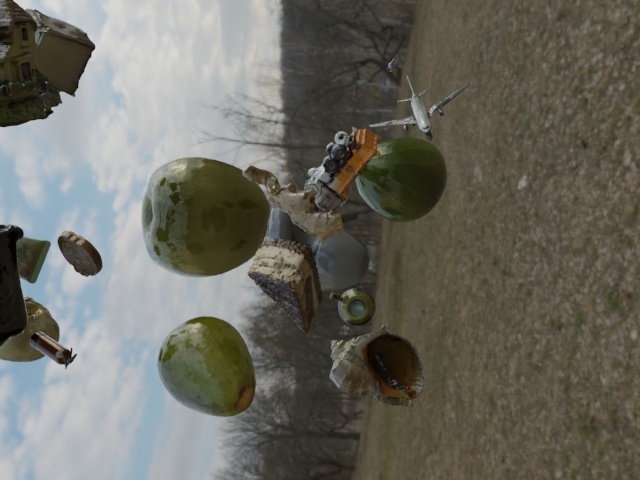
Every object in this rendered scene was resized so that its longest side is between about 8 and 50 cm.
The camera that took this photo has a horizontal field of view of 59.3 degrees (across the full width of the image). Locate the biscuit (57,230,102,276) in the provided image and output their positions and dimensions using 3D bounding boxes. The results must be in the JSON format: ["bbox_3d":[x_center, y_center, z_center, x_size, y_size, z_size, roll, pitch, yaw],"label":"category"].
[{"bbox_3d":[-0.746,0.043,1.765,0.050,0.170,0.170,-47,-29,-41],"label":"biscuit"}]

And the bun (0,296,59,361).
[{"bbox_3d":[-1.073,0.303,2.013,0.146,0.287,0.287,-60,11,25],"label":"bun"}]

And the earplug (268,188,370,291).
[{"bbox_3d":[-0.007,0.005,1.521,0.175,0.325,0.214,-32,21,47],"label":"earplug"}]

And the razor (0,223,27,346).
[{"bbox_3d":[-0.896,0.128,1.523,0.204,0.113,0.349,-46,-35,-66],"label":"razor"}]

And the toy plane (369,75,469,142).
[{"bbox_3d":[0.207,-0.268,1.165,0.226,0.225,0.058,-94,-22,-48],"label":"toy plane"}]

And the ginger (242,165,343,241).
[{"bbox_3d":[-0.062,-0.089,1.202,0.075,0.288,0.089,1,-59,-51],"label":"ginger"}]

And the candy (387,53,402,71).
[{"bbox_3d":[0.240,-0.571,1.816,0.020,0.030,0.083,-17,35,57],"label":"candy"}]

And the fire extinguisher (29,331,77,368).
[{"bbox_3d":[-0.754,0.310,1.596,0.050,0.177,0.062,19,-90,-61],"label":"fire extinguisher"}]

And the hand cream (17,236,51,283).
[{"bbox_3d":[-1.028,0.022,1.763,0.093,0.305,0.147,-18,54,60],"label":"hand cream"}]

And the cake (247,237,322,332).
[{"bbox_3d":[-0.079,0.100,1.290,0.246,0.135,0.112,81,-149,-57],"label":"cake"}]

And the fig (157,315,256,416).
[{"bbox_3d":[-0.313,0.368,1.602,0.326,0.258,0.258,34,133,42],"label":"fig"}]

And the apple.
[{"bbox_3d":[-0.420,-0.081,2.027,0.473,0.473,0.474,3,-90,-89],"label":"apple"}]

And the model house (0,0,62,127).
[{"bbox_3d":[-0.754,-0.418,1.266,0.321,0.261,0.267,-94,6,-66],"label":"model house"}]

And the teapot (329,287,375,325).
[{"bbox_3d":[0.110,0.222,1.963,0.119,0.165,0.130,39,-105,-87],"label":"teapot"}]

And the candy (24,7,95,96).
[{"bbox_3d":[-0.751,-0.517,1.561,0.185,0.137,0.195,-54,-24,20],"label":"candy"}]

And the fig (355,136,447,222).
[{"bbox_3d":[0.257,-0.213,1.893,0.316,0.315,0.317,3,-90,-89],"label":"fig"}]

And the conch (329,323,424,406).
[{"bbox_3d":[0.201,0.431,1.998,0.297,0.352,0.210,-54,16,15],"label":"conch"}]

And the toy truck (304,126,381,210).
[{"bbox_3d":[0.060,-0.208,1.646,0.270,0.135,0.114,-49,18,36],"label":"toy truck"}]
